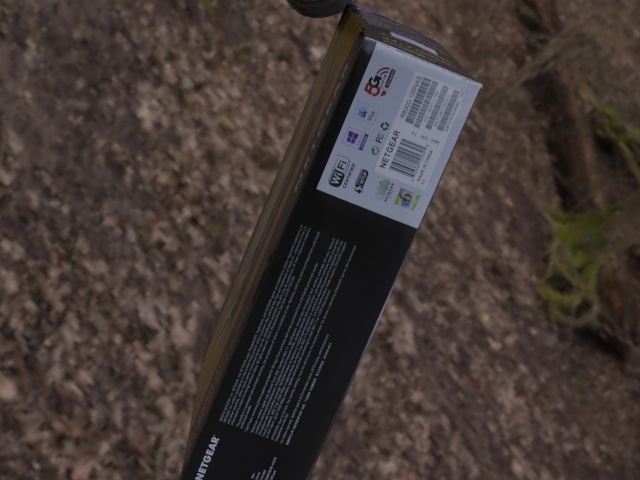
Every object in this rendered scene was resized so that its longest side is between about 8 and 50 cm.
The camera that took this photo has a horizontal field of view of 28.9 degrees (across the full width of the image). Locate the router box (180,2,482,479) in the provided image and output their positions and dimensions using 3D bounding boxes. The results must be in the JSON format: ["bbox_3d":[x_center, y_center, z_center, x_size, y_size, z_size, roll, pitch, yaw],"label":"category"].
[{"bbox_3d":[0.000,0.000,0.862,0.081,0.309,0.243,21,13,-7],"label":"router box"}]

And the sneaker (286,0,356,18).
[{"bbox_3d":[-0.037,-0.334,1.042,0.286,0.109,0.130,68,14,6],"label":"sneaker"}]
